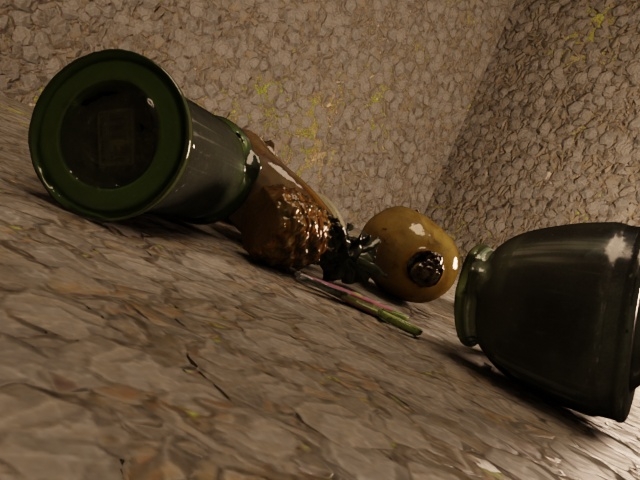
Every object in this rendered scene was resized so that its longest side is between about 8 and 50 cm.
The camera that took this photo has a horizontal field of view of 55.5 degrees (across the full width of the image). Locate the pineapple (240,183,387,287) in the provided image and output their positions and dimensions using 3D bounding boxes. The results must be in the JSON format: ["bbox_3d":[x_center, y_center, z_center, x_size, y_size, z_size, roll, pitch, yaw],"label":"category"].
[{"bbox_3d":[-0.001,0.000,0.950,0.248,0.128,0.128,20,5,-36],"label":"pineapple"}]

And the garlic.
[{"bbox_3d":[-0.105,-0.103,1.111,0.196,0.151,0.338,11,31,-49],"label":"garlic"}]

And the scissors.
[{"bbox_3d":[0.050,0.084,0.862,0.187,0.019,0.133,24,1,-6],"label":"scissors"}]

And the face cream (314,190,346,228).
[{"bbox_3d":[0.000,-0.043,1.434,0.173,0.081,0.348,62,7,3],"label":"face cream"}]

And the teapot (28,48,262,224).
[{"bbox_3d":[-0.245,-0.117,0.868,0.271,0.200,0.337,-3,-2,10],"label":"teapot"}]

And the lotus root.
[{"bbox_3d":[0.168,0.032,1.125,0.183,0.182,0.310,22,7,-11],"label":"lotus root"}]

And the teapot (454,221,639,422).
[{"bbox_3d":[0.319,0.089,0.819,0.240,0.239,0.322,10,2,33],"label":"teapot"}]
